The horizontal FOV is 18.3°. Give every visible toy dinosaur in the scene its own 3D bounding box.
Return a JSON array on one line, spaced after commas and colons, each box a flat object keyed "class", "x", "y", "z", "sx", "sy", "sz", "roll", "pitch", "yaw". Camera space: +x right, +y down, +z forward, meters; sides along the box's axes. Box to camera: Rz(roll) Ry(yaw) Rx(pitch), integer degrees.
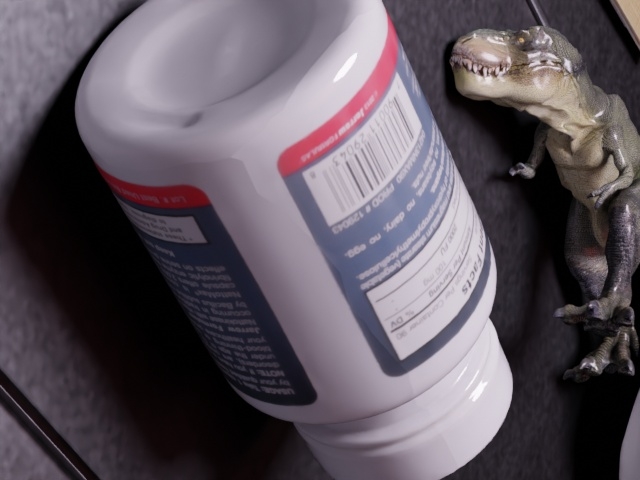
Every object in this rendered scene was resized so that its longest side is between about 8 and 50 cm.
[{"class": "toy dinosaur", "x": 0.137, "y": -0.002, "z": 0.929, "sx": 0.268, "sy": 0.064, "sz": 0.118, "roll": 40, "pitch": 54, "yaw": -53}]

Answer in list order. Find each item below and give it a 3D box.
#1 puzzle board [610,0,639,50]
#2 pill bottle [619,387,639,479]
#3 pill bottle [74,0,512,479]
[{"class": "puzzle board", "x": 0.151, "y": -0.164, "z": 0.973, "sx": 0.128, "sy": 0.011, "sz": 0.096, "roll": 48, "pitch": 56, "yaw": -45}, {"class": "pill bottle", "x": 0.311, "y": 0.115, "z": 0.947, "sx": 0.169, "sy": 0.302, "sz": 0.169, "roll": -48, "pitch": 151, "yaw": -39}, {"class": "pill bottle", "x": 0.000, "y": 0.000, "z": 0.687, "sx": 0.108, "sy": 0.108, "sz": 0.180, "roll": -58, "pitch": 137, "yaw": -34}]
